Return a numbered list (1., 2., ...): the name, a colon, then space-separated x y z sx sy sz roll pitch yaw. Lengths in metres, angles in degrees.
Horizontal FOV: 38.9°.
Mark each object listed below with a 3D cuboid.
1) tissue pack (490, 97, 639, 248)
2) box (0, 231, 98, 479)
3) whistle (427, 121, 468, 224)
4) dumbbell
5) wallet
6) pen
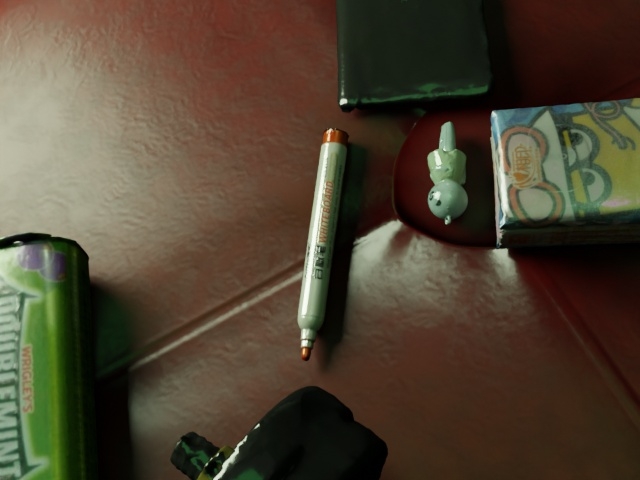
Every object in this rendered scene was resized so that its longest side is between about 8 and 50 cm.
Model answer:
1. tissue pack: 0.225 -0.055 0.769 0.155 0.065 0.115 -3 66 7
2. box: -0.247 0.167 0.727 0.134 0.097 0.345 -10 66 5
3. whistle: 0.112 -0.059 0.805 0.035 0.035 0.100 0 66 8
4. dumbbell: 0.055 0.246 0.606 0.388 0.185 0.185 31 75 18
5. wallet: 0.085 -0.254 0.894 0.146 0.030 0.285 -6 66 9
6. pen: 0.000 0.000 0.800 0.026 0.026 0.218 4 68 10
